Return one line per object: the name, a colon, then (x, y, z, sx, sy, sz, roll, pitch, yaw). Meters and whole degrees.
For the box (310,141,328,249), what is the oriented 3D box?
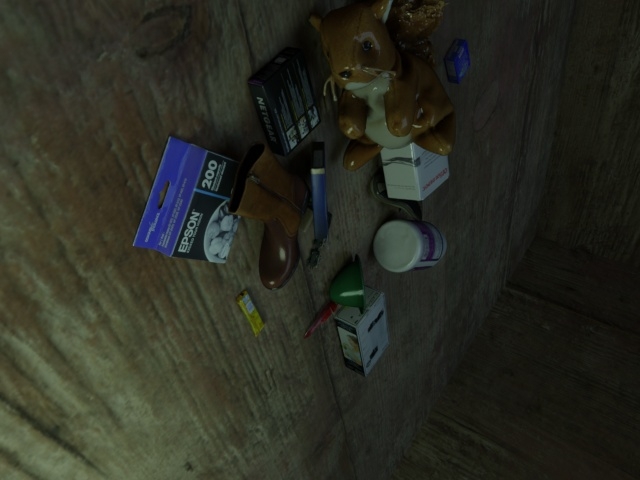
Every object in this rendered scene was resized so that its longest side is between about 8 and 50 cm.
box: (-0.001, -0.103, 1.246, 0.136, 0.036, 0.225, -90, 176, -55)

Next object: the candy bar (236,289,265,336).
candy bar: (-0.164, 0.177, 1.253, 0.040, 0.018, 0.162, -54, 146, -29)

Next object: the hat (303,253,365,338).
hat: (0.030, 0.145, 1.533, 0.173, 0.183, 0.209, 88, -4, -46)

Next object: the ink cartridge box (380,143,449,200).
ink cartridge box: (0.266, -0.276, 1.496, 0.198, 0.114, 0.273, -37, 125, -41)

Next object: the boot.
boot: (-0.107, -0.034, 1.075, 0.264, 0.096, 0.280, -68, 163, -2)

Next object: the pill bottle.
pill bottle: (0.312, 0.016, 1.751, 0.301, 0.169, 0.169, 1, 108, -58)

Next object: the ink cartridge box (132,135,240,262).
ink cartridge box: (-0.226, -0.066, 0.980, 0.208, 0.045, 0.206, 12, 99, -58)

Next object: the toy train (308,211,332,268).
toy train: (0.000, 0.000, 1.392, 0.036, 0.027, 0.158, -2, 111, -68)

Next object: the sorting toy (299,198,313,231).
sorting toy: (-0.036, -0.067, 1.305, 0.083, 0.012, 0.062, -65, 151, -5)

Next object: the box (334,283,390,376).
box: (0.145, 0.300, 1.747, 0.169, 0.087, 0.290, -48, 144, -30)

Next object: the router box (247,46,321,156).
router box: (-0.069, -0.284, 1.084, 0.133, 0.046, 0.179, -50, 144, -27)

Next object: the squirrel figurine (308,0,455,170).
squirrel figurine: (0.133, -0.407, 1.178, 0.370, 0.281, 0.397, 41, 59, -47)

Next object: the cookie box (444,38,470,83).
cookie box: (0.446, -0.582, 1.706, 0.092, 0.040, 0.107, -59, 148, -14)

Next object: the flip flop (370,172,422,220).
flip flop: (0.232, -0.132, 1.623, 0.277, 0.080, 0.112, 16, 69, -44)
